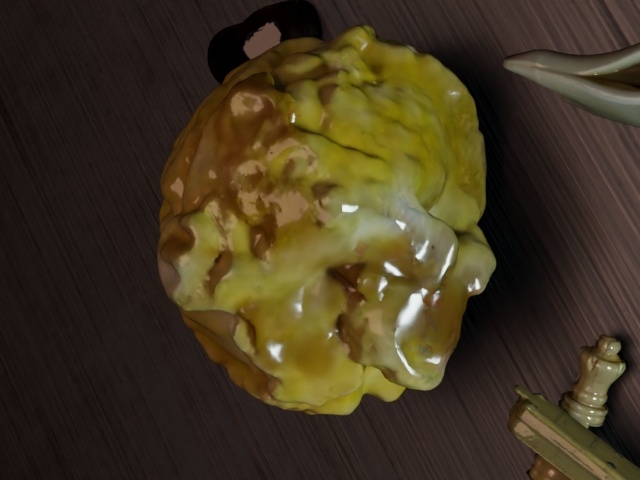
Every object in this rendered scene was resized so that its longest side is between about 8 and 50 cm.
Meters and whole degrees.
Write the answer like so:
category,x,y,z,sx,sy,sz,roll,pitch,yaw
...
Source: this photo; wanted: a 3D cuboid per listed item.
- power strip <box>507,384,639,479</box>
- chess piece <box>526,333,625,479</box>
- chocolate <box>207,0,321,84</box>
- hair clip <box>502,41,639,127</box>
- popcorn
category,x,y,z,sx,sy,sz,roll,pitch,yaw
power strip,0.305,0.251,1.633,0.305,0.064,0.044,37,107,11
chess piece,0.268,0.176,1.700,0.060,0.060,0.172,28,107,32
chocolate,-0.073,-0.208,1.913,0.148,0.080,0.125,-18,82,35
hair clip,0.340,-0.157,1.566,0.282,0.172,0.113,-21,72,24
popcorn,-0.003,-0.018,1.710,0.354,0.344,0.390,127,151,-51
